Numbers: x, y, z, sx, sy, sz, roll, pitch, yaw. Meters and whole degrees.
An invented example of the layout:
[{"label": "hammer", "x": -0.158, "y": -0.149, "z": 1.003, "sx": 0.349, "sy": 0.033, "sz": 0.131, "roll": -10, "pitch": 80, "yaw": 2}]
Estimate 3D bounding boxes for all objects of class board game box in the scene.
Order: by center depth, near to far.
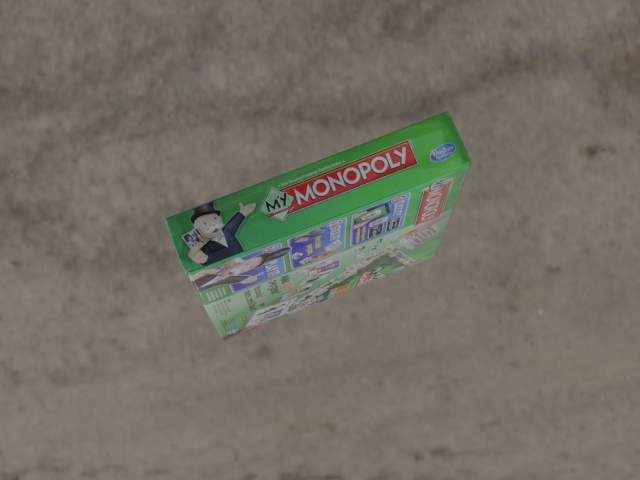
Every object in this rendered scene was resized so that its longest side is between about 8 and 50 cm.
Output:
[{"label": "board game box", "x": 0.000, "y": 0.000, "z": 1.100, "sx": 0.213, "sy": 0.046, "sz": 0.317, "roll": -22, "pitch": 168, "yaw": -5}]
